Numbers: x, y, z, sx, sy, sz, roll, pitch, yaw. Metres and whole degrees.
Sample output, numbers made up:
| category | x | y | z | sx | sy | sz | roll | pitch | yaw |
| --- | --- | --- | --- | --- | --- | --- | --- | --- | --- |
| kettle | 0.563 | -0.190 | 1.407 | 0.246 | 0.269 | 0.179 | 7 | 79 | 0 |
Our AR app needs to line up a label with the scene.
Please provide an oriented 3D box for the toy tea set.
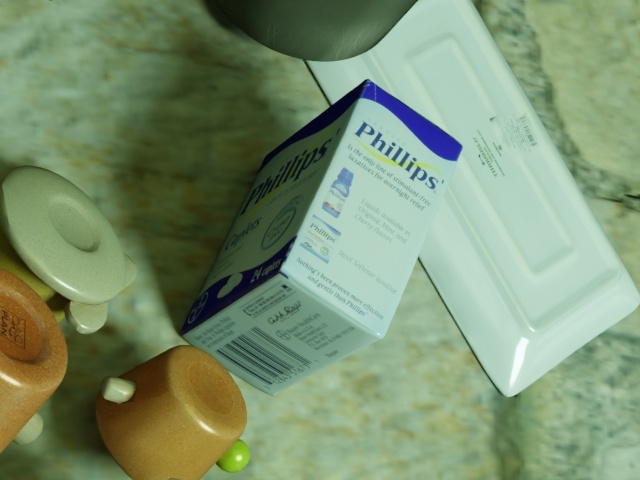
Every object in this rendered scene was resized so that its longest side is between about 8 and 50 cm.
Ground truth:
| category | x | y | z | sx | sy | sz | roll | pitch | yaw |
| --- | --- | --- | --- | --- | --- | --- | --- | --- | --- |
| toy tea set | -0.114 | 0.129 | 0.982 | 0.336 | 0.124 | 0.200 | 50 | 25 | -3 |

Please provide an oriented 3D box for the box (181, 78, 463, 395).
| category | x | y | z | sx | sy | sz | roll | pitch | yaw |
| --- | --- | --- | --- | --- | --- | --- | --- | --- | --- |
| box | 0.000 | 0.000 | 1.068 | 0.072 | 0.126 | 0.137 | 34 | 57 | -16 |

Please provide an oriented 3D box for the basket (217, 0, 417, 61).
| category | x | y | z | sx | sy | sz | roll | pitch | yaw |
| --- | --- | --- | --- | --- | --- | --- | --- | --- | --- |
| basket | 0.025 | -0.215 | 1.084 | 0.154 | 0.227 | 0.204 | -10 | 64 | -27 |

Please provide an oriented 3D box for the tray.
| category | x | y | z | sx | sy | sz | roll | pitch | yaw |
| --- | --- | --- | --- | --- | --- | --- | --- | --- | --- |
| tray | 0.102 | -0.050 | 1.210 | 0.145 | 0.030 | 0.270 | -30 | 90 | -37 |
